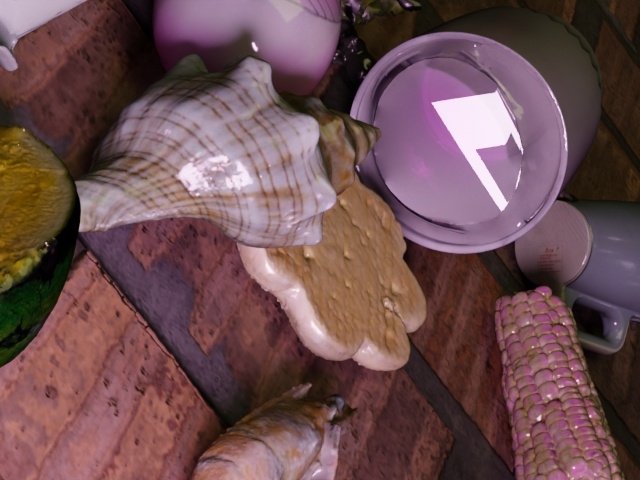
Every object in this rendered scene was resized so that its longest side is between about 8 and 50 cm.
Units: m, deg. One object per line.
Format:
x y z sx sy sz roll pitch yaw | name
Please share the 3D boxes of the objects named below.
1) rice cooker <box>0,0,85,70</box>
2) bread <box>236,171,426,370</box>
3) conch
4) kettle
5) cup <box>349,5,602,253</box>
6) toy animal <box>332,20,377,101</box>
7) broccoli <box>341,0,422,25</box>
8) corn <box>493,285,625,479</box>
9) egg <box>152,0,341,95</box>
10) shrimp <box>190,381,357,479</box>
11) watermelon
-0.290 -0.268 1.469 0.264 0.317 0.316 73 -4 -74 | rice cooker
0.000 0.000 1.949 0.316 0.054 0.316 41 32 -32 | bread
-0.087 -0.088 1.719 0.386 0.169 0.203 2 40 -48 | conch
0.363 0.044 2.460 0.243 0.160 0.210 7 86 -49 | kettle
0.204 -0.150 2.224 0.253 0.253 0.371 59 26 -4 | cup
0.037 -0.225 2.240 0.135 0.047 0.065 60 21 10 | toy animal
0.049 -0.428 2.168 0.293 0.281 0.347 -6 82 -43 | broccoli
0.269 0.199 2.156 0.127 0.127 0.335 37 32 -38 | corn
-0.070 -0.236 1.904 0.196 0.196 0.271 50 36 -20 | egg
-0.027 0.227 1.677 0.317 0.077 0.168 -34 104 -59 | shrimp
-0.263 0.013 1.480 0.129 0.123 0.301 23 34 -1 | watermelon
